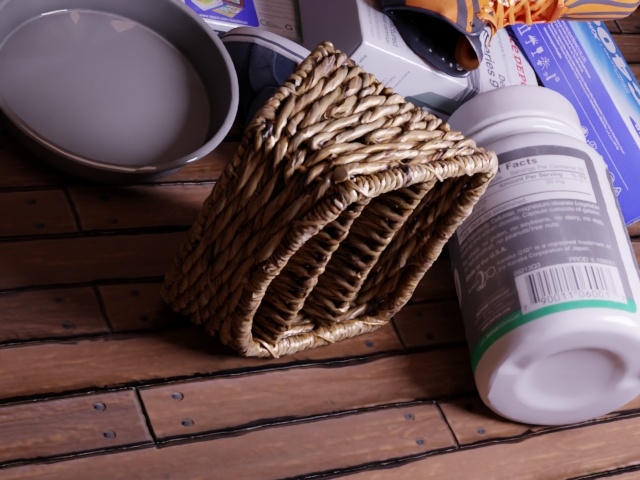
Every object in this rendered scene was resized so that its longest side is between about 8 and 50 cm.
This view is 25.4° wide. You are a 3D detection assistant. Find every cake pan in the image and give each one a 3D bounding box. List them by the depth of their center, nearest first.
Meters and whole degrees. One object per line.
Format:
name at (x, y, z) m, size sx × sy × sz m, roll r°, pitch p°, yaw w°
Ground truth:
cake pan at (-0.238, -0.179, 1.582) m, size 0.293 × 0.054 × 0.293 m, roll 13°, pitch 52°, yaw -17°

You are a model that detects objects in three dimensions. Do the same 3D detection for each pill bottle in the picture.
pill bottle at (0.248, 0.009, 1.612) m, size 0.204 × 0.204 × 0.361 m, roll 12°, pitch 48°, yaw -22°

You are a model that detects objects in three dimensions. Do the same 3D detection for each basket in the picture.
basket at (0.000, 0.000, 1.403) m, size 0.223 × 0.299 × 0.213 m, roll 35°, pitch 44°, yaw 1°

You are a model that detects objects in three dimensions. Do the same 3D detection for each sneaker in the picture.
sneaker at (-0.017, -0.121, 1.627) m, size 0.321 × 0.126 × 0.127 m, roll 36°, pitch 56°, yaw 13°
sneaker at (0.221, -0.267, 1.677) m, size 0.321 × 0.124 × 0.180 m, roll 7°, pitch 56°, yaw 0°

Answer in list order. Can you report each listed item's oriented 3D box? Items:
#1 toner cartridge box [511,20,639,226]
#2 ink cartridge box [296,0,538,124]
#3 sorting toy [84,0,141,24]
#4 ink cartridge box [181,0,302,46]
toner cartridge box at (0.360, -0.193, 1.850) m, size 0.348 × 0.075 × 0.165 m, roll 62°, pitch 27°, yaw 5°
ink cartridge box at (0.125, -0.237, 1.784) m, size 0.289 × 0.121 × 0.211 m, roll 18°, pitch 46°, yaw -30°
sorting toy at (-0.287, -0.367, 1.727) m, size 0.193 × 0.038 × 0.208 m, roll 19°, pitch 58°, yaw -15°
ink cartridge box at (-0.103, -0.326, 1.814) m, size 0.206 × 0.045 × 0.208 m, roll 6°, pitch 52°, yaw -28°
